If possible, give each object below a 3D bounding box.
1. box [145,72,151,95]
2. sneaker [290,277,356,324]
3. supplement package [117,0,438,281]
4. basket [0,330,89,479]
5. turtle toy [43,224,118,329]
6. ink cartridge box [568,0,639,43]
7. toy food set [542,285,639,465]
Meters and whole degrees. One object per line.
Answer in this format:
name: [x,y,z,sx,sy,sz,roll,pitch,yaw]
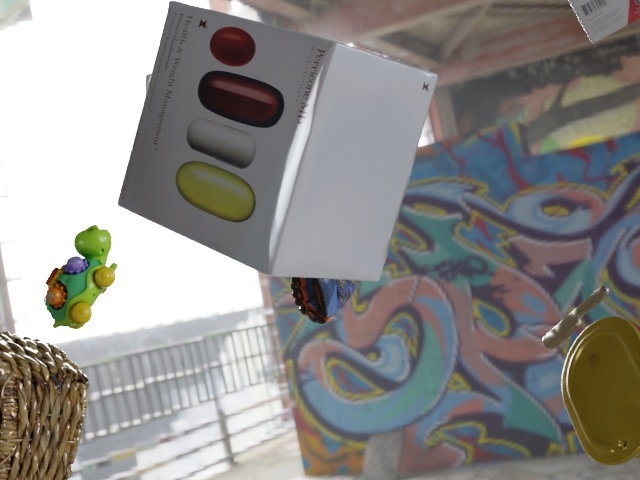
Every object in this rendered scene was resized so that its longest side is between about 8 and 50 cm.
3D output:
box: [-0.128,-0.150,1.297,0.180,0.119,0.182,-11,29,-4]
sneaker: [0.000,0.000,1.354,0.083,0.221,0.087,18,34,40]
supplement package: [-0.041,-0.086,0.879,0.203,0.194,0.149,22,11,38]
basket: [-0.442,0.262,1.213,0.223,0.299,0.213,20,3,-35]
turtle toy: [-0.278,0.044,1.162,0.066,0.130,0.095,33,-19,-11]
ink cartridge box: [0.345,-0.327,1.227,0.099,0.135,0.056,-28,10,18]
toy food set: [0.338,0.158,1.115,0.071,0.218,0.128,21,-57,-22]
